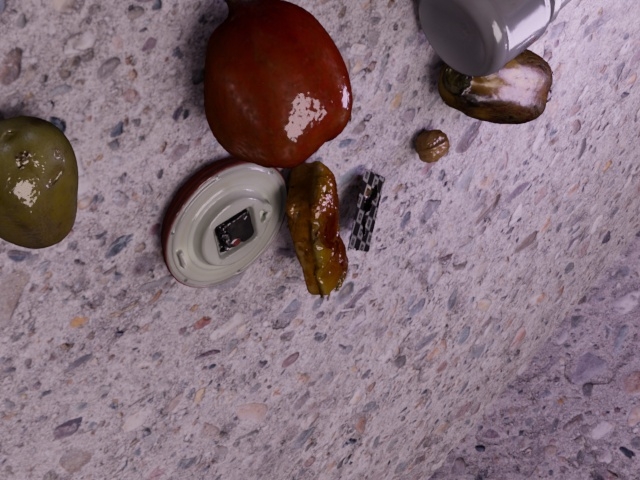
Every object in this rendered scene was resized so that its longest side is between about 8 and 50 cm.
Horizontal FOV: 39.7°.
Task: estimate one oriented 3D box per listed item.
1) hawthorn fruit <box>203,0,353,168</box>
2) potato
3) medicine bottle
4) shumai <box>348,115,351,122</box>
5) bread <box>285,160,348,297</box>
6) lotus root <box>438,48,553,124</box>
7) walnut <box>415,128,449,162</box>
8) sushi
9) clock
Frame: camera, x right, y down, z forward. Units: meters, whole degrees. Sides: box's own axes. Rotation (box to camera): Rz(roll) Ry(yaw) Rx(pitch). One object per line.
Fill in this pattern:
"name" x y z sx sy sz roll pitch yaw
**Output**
"hawthorn fruit" -0.077 -0.278 1.601 0.295 0.295 0.311 -28 143 -28
"potato" -0.476 -0.083 1.451 0.174 0.159 0.251 -24 146 -21
"medicine bottle" 0.391 -0.527 1.916 0.306 0.245 0.245 -39 144 -17
"shumai" 0.000 -0.249 1.859 0.139 0.123 0.105 -52 159 -21
"bread" 0.000 0.000 2.030 0.109 0.185 0.380 -4 139 7
"lotus root" 0.441 -0.382 2.161 0.397 0.179 0.196 -1 125 -46
"walnut" 0.277 -0.235 2.208 0.096 0.082 0.079 -29 109 -35
"sushi" 0.100 -0.070 2.164 0.139 0.031 0.201 13 89 -65
"clock" -0.195 -0.033 1.873 0.318 0.080 0.319 -28 139 -27
